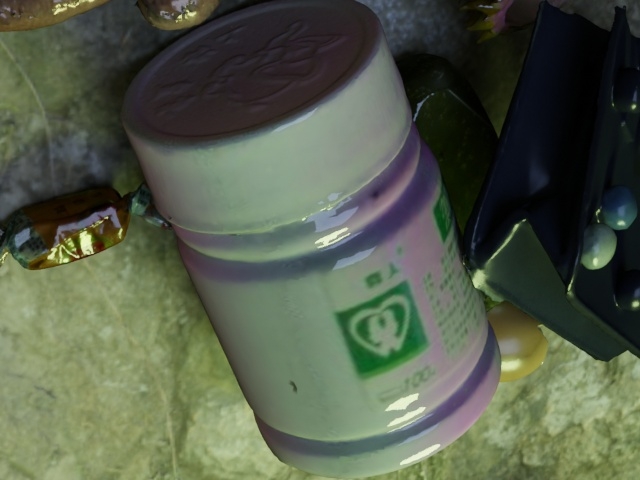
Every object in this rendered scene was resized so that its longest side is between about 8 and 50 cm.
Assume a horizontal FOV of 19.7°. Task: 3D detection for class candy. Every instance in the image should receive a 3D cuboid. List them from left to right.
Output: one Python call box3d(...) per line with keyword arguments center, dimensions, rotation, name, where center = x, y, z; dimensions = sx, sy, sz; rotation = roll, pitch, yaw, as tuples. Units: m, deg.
box3d(center=(-0.184, -0.012, 1.412), dimensions=(0.182, 0.046, 0.053), rotation=(-19, 119, -17), name="candy")

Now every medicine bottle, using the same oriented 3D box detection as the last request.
box3d(center=(0.000, 0.000, 1.414), dimensions=(0.212, 0.212, 0.325), rotation=(-30, 122, -12), name="medicine bottle")

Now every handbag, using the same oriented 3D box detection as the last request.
box3d(center=(0.255, -0.048, 1.501), dimensions=(0.326, 0.118, 0.269), rotation=(31, 73, -58), name="handbag")

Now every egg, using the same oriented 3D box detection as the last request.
box3d(center=(0.150, 0.085, 1.611), dimensions=(0.096, 0.080, 0.080), rotation=(-9, 116, -25), name="egg")

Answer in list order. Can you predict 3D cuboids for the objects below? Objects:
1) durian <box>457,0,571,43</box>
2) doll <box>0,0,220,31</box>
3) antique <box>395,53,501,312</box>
box3d(center=(0.201, -0.261, 1.453), dimensions=(0.260, 0.154, 0.186), rotation=(-26, 144, -18), name="durian")
box3d(center=(-0.115, -0.220, 1.303), dimensions=(0.303, 0.201, 0.156), rotation=(-24, 159, -9), name="doll")
box3d(center=(0.106, -0.050, 1.520), dimensions=(0.080, 0.081, 0.221), rotation=(-32, 124, -17), name="antique")
